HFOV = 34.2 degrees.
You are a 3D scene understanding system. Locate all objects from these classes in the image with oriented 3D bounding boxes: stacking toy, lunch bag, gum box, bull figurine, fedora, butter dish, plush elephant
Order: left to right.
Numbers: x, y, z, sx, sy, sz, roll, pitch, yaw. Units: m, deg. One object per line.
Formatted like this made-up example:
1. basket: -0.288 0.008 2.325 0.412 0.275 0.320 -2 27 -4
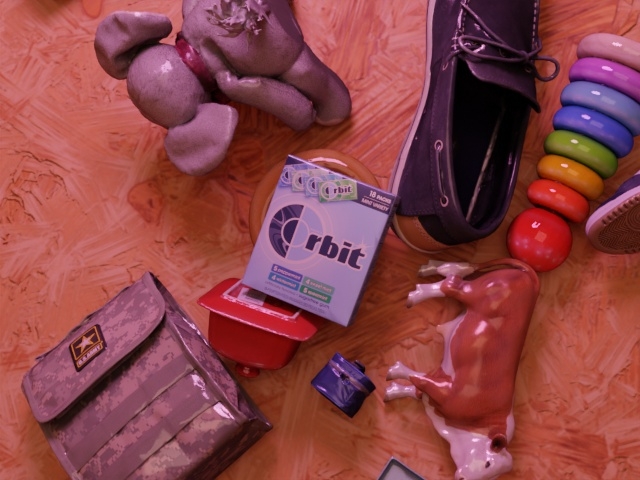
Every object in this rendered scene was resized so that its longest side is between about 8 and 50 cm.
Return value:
1. lunch bag: -0.246 0.209 1.391 0.235 0.169 0.287 -41 71 0
2. plush elephant: -0.148 -0.237 1.432 0.255 0.330 0.272 -29 85 18
3. butter dish: -0.087 0.130 1.414 0.159 0.160 0.118 19 105 8
4. fedora: -0.004 -0.031 1.457 0.194 0.079 0.194 -1 80 6
5. gum box: 0.000 0.000 1.378 0.157 0.041 0.184 22 95 12
6. lunch bag: 0.034 0.191 1.401 0.067 0.098 0.065 37 82 16
7. bull figurine: 0.191 0.168 1.389 0.188 0.101 0.310 15 81 10
8. stacking toy: 0.356 -0.107 1.422 0.141 0.141 0.330 25 87 9

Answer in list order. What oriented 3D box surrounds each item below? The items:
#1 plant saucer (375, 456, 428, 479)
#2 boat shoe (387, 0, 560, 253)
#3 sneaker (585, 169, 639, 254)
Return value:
1. plant saucer: 0.071 0.389 1.399 0.067 0.018 0.192 33 83 11
2. boat shoe: 0.225 -0.222 1.406 0.186 0.156 0.500 19 83 -31
3. sneaker: 0.468 -0.098 1.401 0.282 0.099 0.153 -31 36 11
